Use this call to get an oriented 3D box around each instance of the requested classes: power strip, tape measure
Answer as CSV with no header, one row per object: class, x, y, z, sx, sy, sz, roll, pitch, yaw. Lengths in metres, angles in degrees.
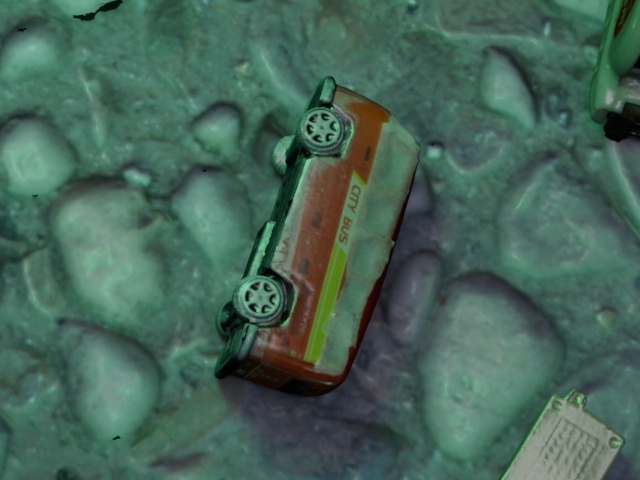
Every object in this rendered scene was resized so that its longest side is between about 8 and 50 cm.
power strip,0.183,0.211,1.577,0.075,0.042,0.175,34,76,5
tape measure,0.326,-0.232,1.621,0.125,0.246,0.243,14,67,-4

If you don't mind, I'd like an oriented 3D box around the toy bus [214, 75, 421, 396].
toy bus,0.000,0.000,1.589,0.120,0.121,0.265,21,73,-7
